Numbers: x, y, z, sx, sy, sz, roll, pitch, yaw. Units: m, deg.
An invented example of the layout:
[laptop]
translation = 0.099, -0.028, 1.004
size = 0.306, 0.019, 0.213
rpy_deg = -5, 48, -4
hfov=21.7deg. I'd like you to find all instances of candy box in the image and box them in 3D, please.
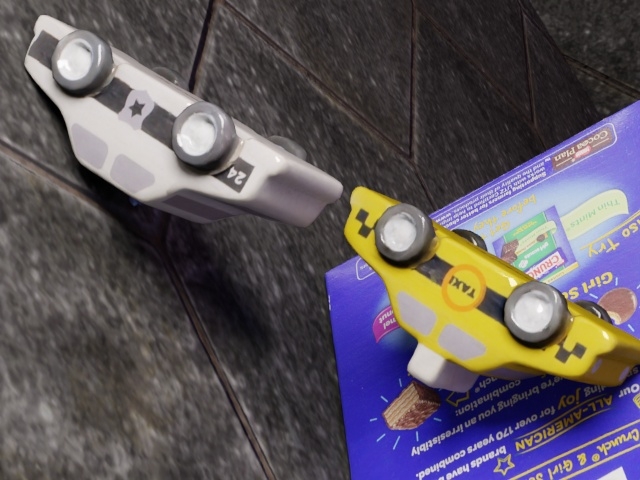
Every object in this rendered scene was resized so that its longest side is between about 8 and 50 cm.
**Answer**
[candy box]
translation = 0.151, 0.106, 1.070
size = 0.122, 0.268, 0.317
rpy_deg = 42, 29, -38

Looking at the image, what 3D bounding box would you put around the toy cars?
[toy cars]
translation = 0.000, 0.000, 0.951
size = 0.393, 0.087, 0.176
rpy_deg = 28, 5, -13
